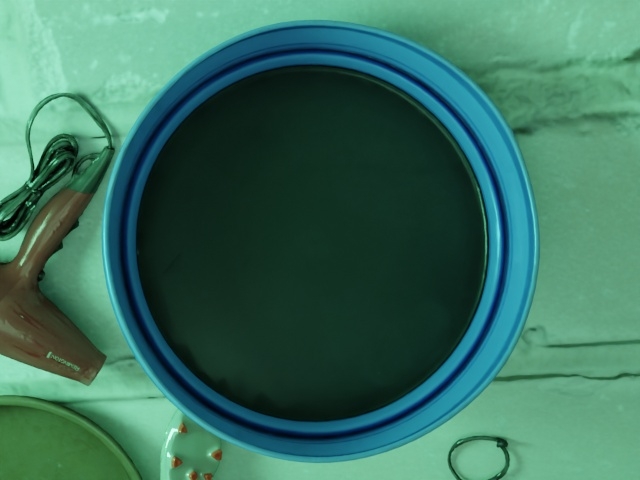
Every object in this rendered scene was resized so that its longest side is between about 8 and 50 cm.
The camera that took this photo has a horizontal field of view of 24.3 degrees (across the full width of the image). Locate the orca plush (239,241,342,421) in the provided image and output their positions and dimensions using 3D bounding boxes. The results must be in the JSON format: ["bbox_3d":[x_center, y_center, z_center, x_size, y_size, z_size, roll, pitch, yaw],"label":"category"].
[{"bbox_3d":[-0.082,0.048,1.435,0.287,0.102,0.151,40,114,16],"label":"orca plush"}]

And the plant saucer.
[{"bbox_3d":[-0.314,0.283,1.596,0.278,0.041,0.278,3,112,6],"label":"plant saucer"}]

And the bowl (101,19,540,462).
[{"bbox_3d":[0.000,0.000,1.338,0.391,0.077,0.391,0,88,-9],"label":"bowl"}]

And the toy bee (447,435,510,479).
[{"bbox_3d":[0.254,0.342,1.489,0.298,0.162,0.195,15,115,1],"label":"toy bee"}]

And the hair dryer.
[{"bbox_3d":[-0.288,0.018,1.463,0.224,0.080,0.293,-13,110,11],"label":"hair dryer"}]

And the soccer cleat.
[{"bbox_3d":[-0.143,0.259,1.556,0.068,0.076,0.196,-4,100,-28],"label":"soccer cleat"}]
